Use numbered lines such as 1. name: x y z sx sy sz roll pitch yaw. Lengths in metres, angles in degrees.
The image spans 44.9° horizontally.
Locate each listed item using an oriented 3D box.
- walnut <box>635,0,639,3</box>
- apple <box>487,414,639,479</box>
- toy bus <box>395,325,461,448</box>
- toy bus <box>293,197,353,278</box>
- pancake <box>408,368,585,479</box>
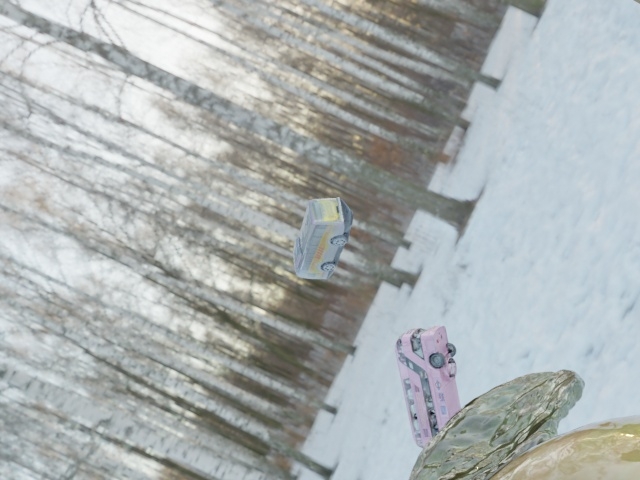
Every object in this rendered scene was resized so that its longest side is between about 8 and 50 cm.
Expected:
1. walnut: 0.544 -0.453 1.275 0.105 0.105 0.124 -62 -25 -62
2. apple: 0.159 0.214 0.383 0.293 0.251 0.163 -59 16 2
3. toy bus: 0.179 0.239 1.235 0.063 0.090 0.203 -20 -80 -57
4. toy bus: 0.000 0.000 1.224 0.172 0.072 0.057 109 156 -55
5. pancake: 0.181 0.212 0.811 0.222 0.042 0.236 -38 2 21
